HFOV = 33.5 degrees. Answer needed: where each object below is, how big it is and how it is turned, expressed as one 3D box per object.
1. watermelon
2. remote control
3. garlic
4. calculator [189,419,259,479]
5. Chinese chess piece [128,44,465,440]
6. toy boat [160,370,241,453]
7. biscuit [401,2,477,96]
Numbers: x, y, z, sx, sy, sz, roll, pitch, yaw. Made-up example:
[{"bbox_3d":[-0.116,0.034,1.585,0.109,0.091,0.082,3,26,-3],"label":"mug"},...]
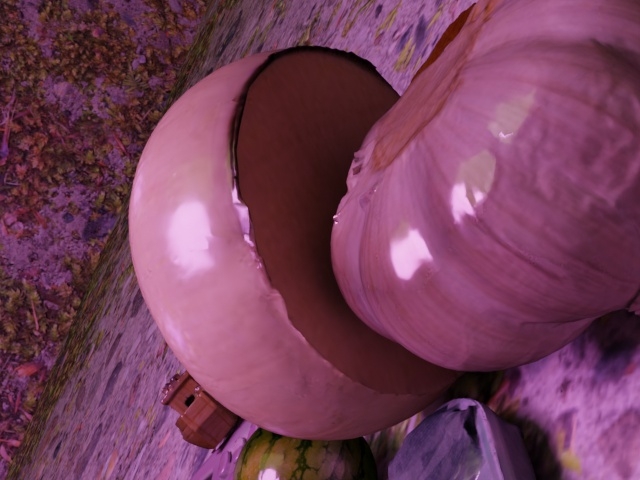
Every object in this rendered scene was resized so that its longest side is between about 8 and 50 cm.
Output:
[{"bbox_3d":[-0.007,0.160,0.722,0.109,0.109,0.109,-54,19,28],"label":"watermelon"},{"bbox_3d":[0.077,0.173,0.520,0.104,0.052,0.247,-55,18,23],"label":"remote control"},{"bbox_3d":[0.110,-0.032,0.555,0.228,0.152,0.228,-49,21,27],"label":"garlic"},{"bbox_3d":[-0.061,0.226,0.886,0.294,0.043,0.194,-48,21,33],"label":"calculator"},{"bbox_3d":[0.000,0.000,0.671,0.103,0.249,0.250,-27,37,39],"label":"Chinese chess piece"},{"bbox_3d":[-0.121,0.160,1.033,0.064,0.072,0.206,-49,4,-10],"label":"toy boat"},{"bbox_3d":[0.103,-0.091,0.858,0.290,0.041,0.208,-57,18,16],"label":"biscuit"}]
